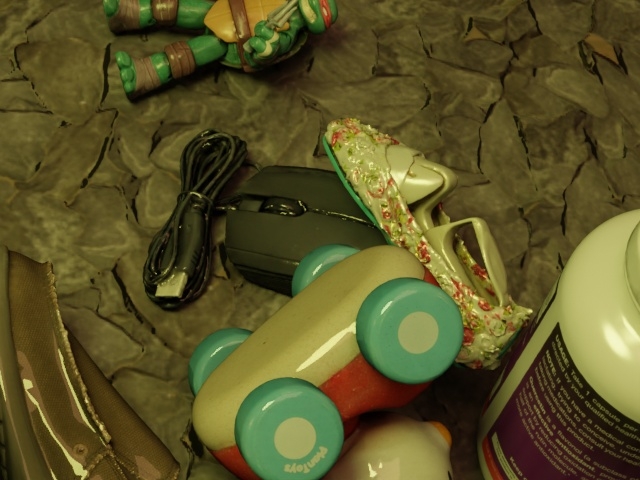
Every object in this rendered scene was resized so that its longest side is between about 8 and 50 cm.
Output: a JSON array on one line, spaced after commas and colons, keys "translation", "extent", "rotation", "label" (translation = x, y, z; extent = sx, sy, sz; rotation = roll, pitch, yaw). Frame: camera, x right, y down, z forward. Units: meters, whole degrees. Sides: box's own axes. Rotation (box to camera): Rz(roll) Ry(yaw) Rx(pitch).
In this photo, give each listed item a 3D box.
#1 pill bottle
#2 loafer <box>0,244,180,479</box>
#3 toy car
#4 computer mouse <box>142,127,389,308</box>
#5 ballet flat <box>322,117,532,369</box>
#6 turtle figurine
[{"translation": [0.239, 0.098, 1.218], "extent": [0.181, 0.323, 0.181], "rotation": [6, 57, -9], "label": "pill bottle"}, {"translation": [-0.173, 0.173, 1.206], "extent": [0.130, 0.134, 0.366], "rotation": [-9, 70, -24], "label": "loafer"}, {"translation": [0.045, 0.148, 1.239], "extent": [0.210, 0.219, 0.238], "rotation": [-40, 106, -7], "label": "toy car"}, {"translation": [0.000, 0.000, 1.378], "extent": [0.272, 0.072, 0.188], "rotation": [18, 55, -1], "label": "computer mouse"}, {"translation": [0.092, -0.010, 1.315], "extent": [0.241, 0.077, 0.091], "rotation": [59, 27, 11], "label": "ballet flat"}, {"translation": [-0.070, -0.201, 1.466], "extent": [0.234, 0.118, 0.175], "rotation": [-15, 46, -4], "label": "turtle figurine"}]
